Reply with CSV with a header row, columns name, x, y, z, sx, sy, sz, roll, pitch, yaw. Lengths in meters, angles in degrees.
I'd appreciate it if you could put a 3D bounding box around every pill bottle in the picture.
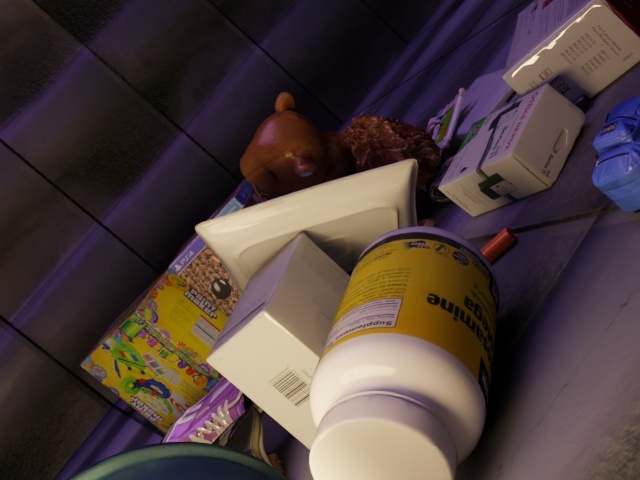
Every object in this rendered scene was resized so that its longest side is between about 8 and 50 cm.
name,x,y,z,sx,sy,sz,roll,pitch,yaw
pill bottle,0.096,0.140,0.968,0.188,0.188,0.334,-42,13,32

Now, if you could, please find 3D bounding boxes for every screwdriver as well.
name,x,y,z,sx,sy,sz,roll,pitch,yaw
screwdriver,0.378,-0.178,1.427,0.025,0.024,0.170,-18,-23,-45

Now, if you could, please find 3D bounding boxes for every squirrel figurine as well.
name,x,y,z,sx,sy,sz,roll,pitch,yaw
squirrel figurine,0.039,-0.158,1.728,0.397,0.370,0.281,-20,60,18

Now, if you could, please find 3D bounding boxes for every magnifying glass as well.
name,x,y,z,sx,sy,sz,roll,pitch,yaw
magnifying glass,0.195,0.064,1.278,0.231,0.026,0.092,-43,12,23

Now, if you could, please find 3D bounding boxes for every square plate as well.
name,x,y,z,sx,sy,sz,roll,pitch,yaw
square plate,0.000,0.000,1.435,0.347,0.049,0.344,-17,-21,0

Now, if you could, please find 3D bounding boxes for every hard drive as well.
name,x,y,z,sx,sy,sz,roll,pitch,yaw
hard drive,0.350,-0.289,1.861,0.203,0.040,0.307,-50,11,-5

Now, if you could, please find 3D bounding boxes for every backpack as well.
name,x,y,z,sx,sy,sz,roll,pitch,yaw
backpack,0.361,-0.097,0.984,0.120,0.101,0.098,-56,6,-17

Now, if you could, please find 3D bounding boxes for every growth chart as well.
name,x,y,z,sx,sy,sz,roll,pitch,yaw
growth chart,0.248,-0.222,1.911,0.237,0.021,0.172,134,156,-59

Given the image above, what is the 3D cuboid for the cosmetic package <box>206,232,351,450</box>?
name,x,y,z,sx,sy,sz,roll,pitch,yaw
cosmetic package,-0.014,0.148,1.270,0.138,0.224,0.225,-40,13,30

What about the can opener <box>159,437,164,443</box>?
name,x,y,z,sx,sy,sz,roll,pitch,yaw
can opener,-0.305,0.470,1.764,0.059,0.073,0.186,-41,20,-1

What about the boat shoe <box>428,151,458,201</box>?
name,x,y,z,sx,sy,sz,roll,pitch,yaw
boat shoe,0.266,-0.129,1.586,0.083,0.065,0.183,-56,6,-28

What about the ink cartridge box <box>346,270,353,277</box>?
name,x,y,z,sx,sy,sz,roll,pitch,yaw
ink cartridge box,0.003,0.114,1.695,0.234,0.088,0.193,-41,12,34

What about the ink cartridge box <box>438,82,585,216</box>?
name,x,y,z,sx,sy,sz,roll,pitch,yaw
ink cartridge box,0.300,-0.139,1.378,0.153,0.087,0.208,-59,15,-23

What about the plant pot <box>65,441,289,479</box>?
name,x,y,z,sx,sy,sz,roll,pitch,yaw
plant pot,-0.063,0.341,0.602,0.341,0.341,0.334,-52,19,-17

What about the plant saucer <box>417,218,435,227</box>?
name,x,y,z,sx,sy,sz,roll,pitch,yaw
plant saucer,0.181,-0.013,1.630,0.083,0.015,0.083,-47,11,12

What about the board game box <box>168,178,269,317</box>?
name,x,y,z,sx,sy,sz,roll,pitch,yaw
board game box,-0.148,0.053,1.970,0.232,0.291,0.141,-46,11,18

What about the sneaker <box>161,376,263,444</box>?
name,x,y,z,sx,sy,sz,roll,pitch,yaw
sneaker,-0.199,0.350,1.655,0.282,0.102,0.161,-52,14,-20

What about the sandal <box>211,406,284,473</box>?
name,x,y,z,sx,sy,sz,roll,pitch,yaw
sandal,-0.103,0.360,1.299,0.120,0.086,0.303,-42,26,4

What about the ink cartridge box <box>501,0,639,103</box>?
name,x,y,z,sx,sy,sz,roll,pitch,yaw
ink cartridge box,0.463,-0.375,1.468,0.272,0.130,0.309,-40,14,35

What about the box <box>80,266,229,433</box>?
name,x,y,z,sx,sy,sz,roll,pitch,yaw
box,-0.339,0.264,1.991,0.279,0.290,0.177,-39,14,38
